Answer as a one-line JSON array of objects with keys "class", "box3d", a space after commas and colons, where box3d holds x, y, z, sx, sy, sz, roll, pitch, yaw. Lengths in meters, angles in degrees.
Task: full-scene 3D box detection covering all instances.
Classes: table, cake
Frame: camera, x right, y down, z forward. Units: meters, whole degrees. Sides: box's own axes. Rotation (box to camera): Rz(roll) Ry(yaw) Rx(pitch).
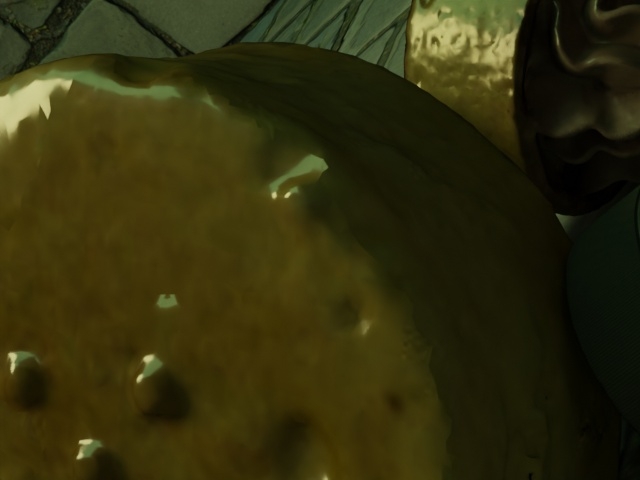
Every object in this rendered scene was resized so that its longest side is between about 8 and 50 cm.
[{"class": "table", "box3d": [0.157, 0.036, 0.598, 0.043, 0.133, 0.133, -43, 16, 36]}, {"class": "cake", "box3d": [0.164, -0.111, 0.918, 0.178, 0.185, 0.208, 7, 25, 27]}, {"class": "cake", "box3d": [-0.008, 0.070, 0.708, 0.332, 0.332, 0.321, -45, -16, 26]}]
